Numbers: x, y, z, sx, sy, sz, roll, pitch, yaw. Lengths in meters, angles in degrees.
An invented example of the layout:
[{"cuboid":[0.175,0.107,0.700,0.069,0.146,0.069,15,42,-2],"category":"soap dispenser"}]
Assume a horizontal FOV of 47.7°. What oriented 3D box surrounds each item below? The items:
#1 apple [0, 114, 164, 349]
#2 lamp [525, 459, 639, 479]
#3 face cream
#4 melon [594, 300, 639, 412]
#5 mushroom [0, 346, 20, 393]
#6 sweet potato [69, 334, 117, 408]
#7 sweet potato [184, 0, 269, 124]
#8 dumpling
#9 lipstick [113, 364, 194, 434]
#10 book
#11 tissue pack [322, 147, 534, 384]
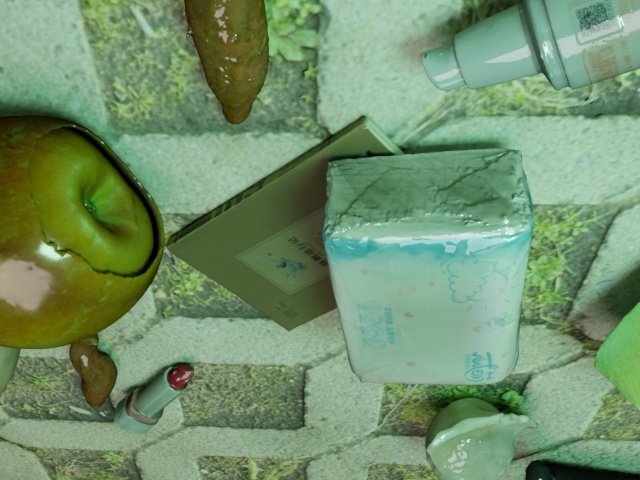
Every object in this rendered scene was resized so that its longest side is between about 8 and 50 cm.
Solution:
[{"cuboid":[-0.274,-0.009,0.724,0.207,0.237,0.237,-18,135,7],"category":"apple"},{"cuboid":[0.469,0.482,1.185,0.272,0.205,0.374,0,156,14],"category":"lamp"},{"cuboid":[0.202,-0.170,0.554,0.251,0.101,0.101,-16,135,25],"category":"face cream"},{"cuboid":[0.522,0.109,0.758,0.331,0.226,0.344,29,122,-7],"category":"melon"},{"cuboid":[-0.545,0.120,0.837,0.362,0.295,0.362,4,138,4],"category":"mushroom"},{"cuboid":[-0.338,0.196,1.087,0.055,0.058,0.202,40,144,28],"category":"sweet potato"},{"cuboid":[-0.080,-0.206,0.576,0.072,0.066,0.314,-29,143,-22],"category":"sweet potato"},{"cuboid":[0.238,0.295,1.074,0.166,0.126,0.216,-31,125,15],"category":"dumpling"},{"cuboid":[-0.247,0.235,1.120,0.063,0.057,0.186,31,128,-25],"category":"lipstick"},{"cuboid":[0.000,0.000,0.837,0.310,0.021,0.217,-27,130,33],"category":"book"},{"cuboid":[0.111,0.039,0.762,0.201,0.124,0.271,0,140,11],"category":"tissue pack"}]
